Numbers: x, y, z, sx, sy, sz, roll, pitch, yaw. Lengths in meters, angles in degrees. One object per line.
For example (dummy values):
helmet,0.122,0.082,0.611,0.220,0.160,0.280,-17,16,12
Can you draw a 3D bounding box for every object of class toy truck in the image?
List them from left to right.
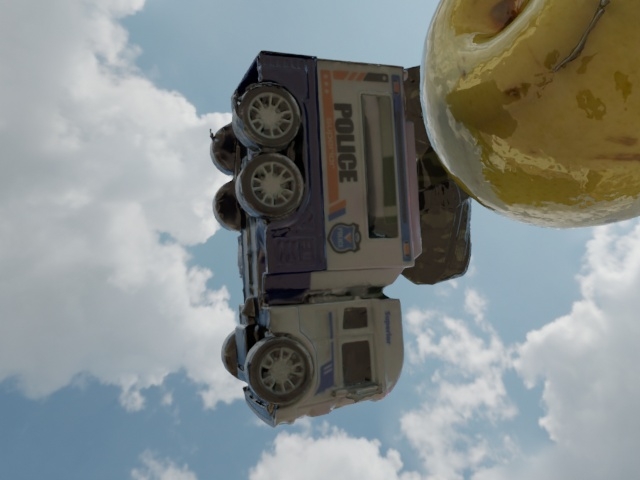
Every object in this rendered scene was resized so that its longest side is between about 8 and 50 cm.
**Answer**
toy truck,0.000,0.000,0.477,0.155,0.124,0.268,-2,-93,-19

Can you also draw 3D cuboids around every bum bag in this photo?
bum bag,0.165,-0.101,0.845,0.143,0.095,0.341,5,-80,-16

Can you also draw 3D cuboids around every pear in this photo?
pear,0.239,-0.160,0.580,0.309,0.309,0.310,1,-78,3
